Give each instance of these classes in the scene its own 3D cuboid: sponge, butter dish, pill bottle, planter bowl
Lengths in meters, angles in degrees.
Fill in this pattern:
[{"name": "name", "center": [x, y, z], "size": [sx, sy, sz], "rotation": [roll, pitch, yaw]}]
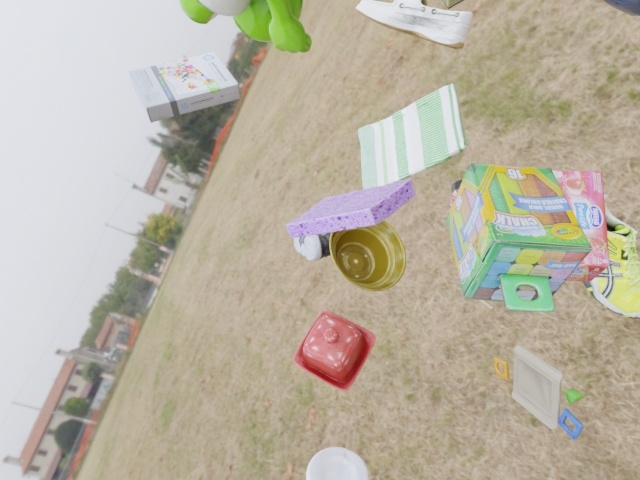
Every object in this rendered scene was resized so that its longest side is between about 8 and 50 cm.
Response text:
[{"name": "sponge", "center": [0.044, -0.051, 0.707], "size": [0.117, 0.031, 0.210], "rotation": [-36, 19, -36]}, {"name": "butter dish", "center": [0.028, 0.239, 0.985], "size": [0.160, 0.160, 0.118], "rotation": [-56, -24, -23]}, {"name": "pill bottle", "center": [0.039, 0.708, 1.117], "size": [0.161, 0.161, 0.284], "rotation": [-111, 21, -64]}, {"name": "planter bowl", "center": [0.109, 0.041, 1.112], "size": [0.090, 0.217, 0.217], "rotation": [132, 155, -59]}]

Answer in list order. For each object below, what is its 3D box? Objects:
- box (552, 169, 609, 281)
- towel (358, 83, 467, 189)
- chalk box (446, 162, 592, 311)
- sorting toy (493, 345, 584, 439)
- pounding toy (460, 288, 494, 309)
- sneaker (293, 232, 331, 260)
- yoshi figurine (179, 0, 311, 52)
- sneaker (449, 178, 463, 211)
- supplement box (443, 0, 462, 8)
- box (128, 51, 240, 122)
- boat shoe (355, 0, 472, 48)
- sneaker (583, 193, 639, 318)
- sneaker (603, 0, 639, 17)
[{"name": "box", "center": [0.636, -0.036, 1.074], "size": [0.128, 0.122, 0.257], "rotation": [61, -144, -64]}, {"name": "towel", "center": [0.258, -0.299, 1.250], "size": [0.324, 0.038, 0.248], "rotation": [-19, 60, 32]}, {"name": "chalk box", "center": [0.281, 0.005, 0.618], "size": [0.132, 0.132, 0.213], "rotation": [96, 176, -47]}, {"name": "sorting toy", "center": [0.678, 0.449, 1.316], "size": [0.347, 0.047, 0.196], "rotation": [-141, 44, -65]}, {"name": "pounding toy", "center": [0.548, 0.130, 1.323], "size": [0.206, 0.094, 0.181], "rotation": [-35, 53, 49]}, {"name": "sneaker", "center": [0.000, 0.000, 1.473], "size": [0.268, 0.152, 0.102], "rotation": [-140, 48, -65]}, {"name": "yoshi figurine", "center": [-0.039, -0.346, 0.509], "size": [0.362, 0.203, 0.204], "rotation": [6, 54, 50]}, {"name": "sneaker", "center": [0.443, -0.058, 1.295], "size": [0.090, 0.270, 0.145], "rotation": [-4, 64, 18]}, {"name": "supplement box", "center": [0.373, -0.733, 1.209], "size": [0.056, 0.083, 0.083], "rotation": [-26, 73, 9]}, {"name": "box", "center": [-0.278, -0.318, 0.865], "size": [0.145, 0.186, 0.038], "rotation": [56, 157, 33]}, {"name": "boat shoe", "center": [0.221, -0.537, 0.996], "size": [0.098, 0.276, 0.096], "rotation": [-45, -24, -60]}, {"name": "sneaker", "center": [0.802, 0.044, 1.166], "size": [0.145, 0.385, 0.147], "rotation": [-29, -9, -25]}, {"name": "sneaker", "center": [0.546, -0.429, 0.611], "size": [0.323, 0.236, 0.130], "rotation": [-45, -20, -81]}]
